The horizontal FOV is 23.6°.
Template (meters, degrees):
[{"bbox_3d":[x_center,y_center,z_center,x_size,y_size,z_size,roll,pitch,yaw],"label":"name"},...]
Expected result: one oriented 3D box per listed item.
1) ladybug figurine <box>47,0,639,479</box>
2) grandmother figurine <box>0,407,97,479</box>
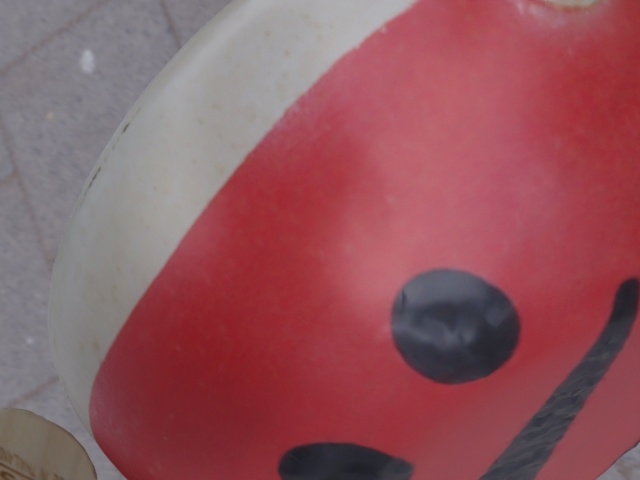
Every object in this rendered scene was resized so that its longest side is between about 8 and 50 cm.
[{"bbox_3d":[0.045,0.029,0.651,0.305,0.449,0.162,-16,64,-16],"label":"ladybug figurine"},{"bbox_3d":[-0.179,0.182,0.539,0.342,0.208,0.104,-41,25,33],"label":"grandmother figurine"}]
